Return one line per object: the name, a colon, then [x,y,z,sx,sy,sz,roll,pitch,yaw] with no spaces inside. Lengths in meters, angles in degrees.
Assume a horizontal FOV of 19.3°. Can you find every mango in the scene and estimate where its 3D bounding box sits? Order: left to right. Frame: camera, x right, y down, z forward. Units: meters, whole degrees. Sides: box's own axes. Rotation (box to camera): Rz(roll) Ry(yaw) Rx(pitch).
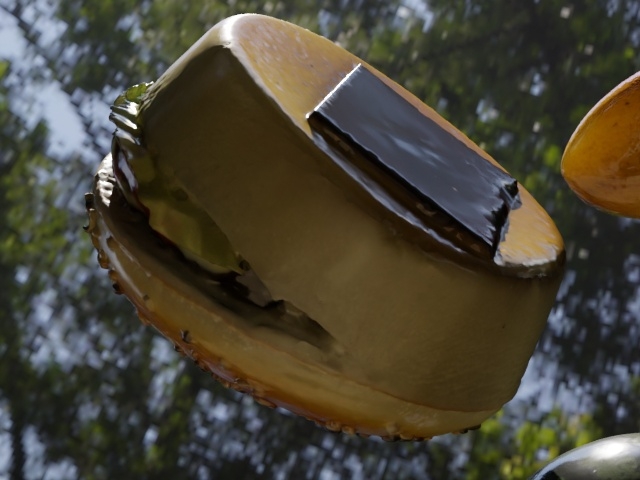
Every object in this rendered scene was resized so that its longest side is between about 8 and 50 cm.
mango: [0.279,-0.075,1.377,0.217,0.102,0.141,-13,-32,-6]

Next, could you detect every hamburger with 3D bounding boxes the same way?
hamburger: [0.000,0.000,1.125,0.300,0.300,0.176,33,-73,-9]

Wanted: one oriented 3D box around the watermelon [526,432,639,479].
watermelon: [0.185,0.212,1.070,0.212,0.212,0.212,10,-49,11]
